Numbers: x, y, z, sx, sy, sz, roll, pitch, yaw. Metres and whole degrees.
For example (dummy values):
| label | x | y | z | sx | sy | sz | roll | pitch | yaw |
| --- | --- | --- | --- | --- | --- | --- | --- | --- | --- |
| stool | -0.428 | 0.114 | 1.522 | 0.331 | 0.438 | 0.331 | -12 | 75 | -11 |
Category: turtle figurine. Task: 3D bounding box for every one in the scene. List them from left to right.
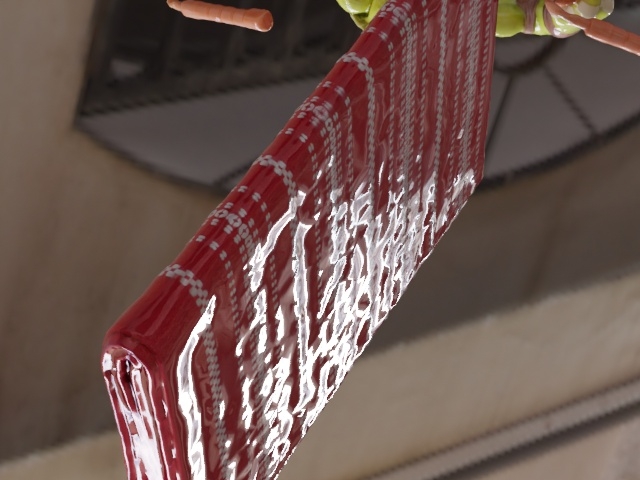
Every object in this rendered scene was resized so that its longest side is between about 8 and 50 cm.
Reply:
| label | x | y | z | sx | sy | sz | roll | pitch | yaw |
| --- | --- | --- | --- | --- | --- | --- | --- | --- | --- |
| turtle figurine | 0.068 | -0.150 | 0.981 | 0.269 | 0.087 | 0.217 | 7 | -131 | 10 |

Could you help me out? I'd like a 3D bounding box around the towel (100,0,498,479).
| label | x | y | z | sx | sy | sz | roll | pitch | yaw |
| --- | --- | --- | --- | --- | --- | --- | --- | --- | --- |
| towel | 0.000 | 0.000 | 0.776 | 0.031 | 0.199 | 0.275 | 26 | -122 | 18 |
